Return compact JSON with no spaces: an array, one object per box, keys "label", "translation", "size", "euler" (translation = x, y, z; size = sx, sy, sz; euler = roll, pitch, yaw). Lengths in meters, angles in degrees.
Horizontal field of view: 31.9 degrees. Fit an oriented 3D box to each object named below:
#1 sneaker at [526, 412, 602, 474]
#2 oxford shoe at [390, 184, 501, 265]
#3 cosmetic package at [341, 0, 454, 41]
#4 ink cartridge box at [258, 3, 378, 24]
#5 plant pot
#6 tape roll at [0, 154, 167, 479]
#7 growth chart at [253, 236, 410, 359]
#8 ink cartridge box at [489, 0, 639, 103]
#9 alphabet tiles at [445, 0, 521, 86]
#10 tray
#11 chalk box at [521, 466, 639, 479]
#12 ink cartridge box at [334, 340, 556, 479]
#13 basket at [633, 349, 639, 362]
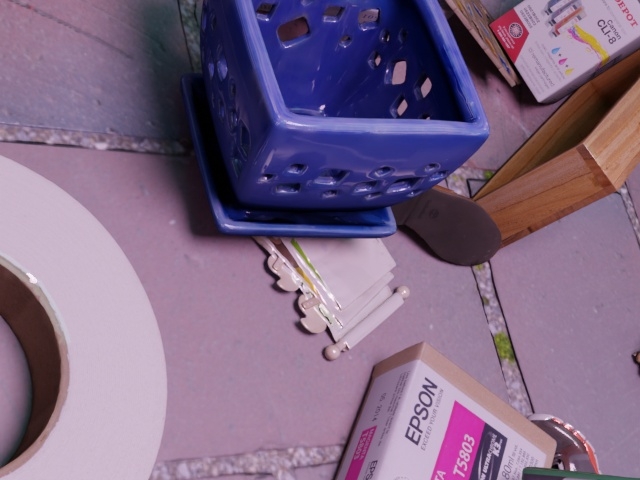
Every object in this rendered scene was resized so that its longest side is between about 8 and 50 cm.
[{"label":"sneaker","translation":[0.274,0.263,1.237],"size":[0.065,0.061,0.158],"euler":[-39,91,-37]},{"label":"oxford shoe","translation":[0.125,-0.039,1.291],"size":[0.212,0.076,0.076],"euler":[29,15,-31]},{"label":"cosmetic package","translation":[0.052,-0.353,1.390],"size":[0.127,0.107,0.238],"euler":[-13,71,-41]},{"label":"ink cartridge box","translation":[-0.007,-0.307,1.277],"size":[0.207,0.046,0.097],"euler":[8,77,-2]},{"label":"plant pot","translation":[-0.005,-0.131,1.115],"size":[0.236,0.212,0.236],"euler":[1,54,-28]},{"label":"tape roll","translation":[-0.307,0.100,0.880],"size":[0.392,0.072,0.392],"euler":[18,56,-28]},{"label":"growth chart","translation":[0.000,0.000,1.203],"size":[0.172,0.021,0.237],"euler":[-24,81,-42]},{"label":"ink cartridge box","translation":[0.342,-0.282,1.491],"size":[0.128,0.176,0.127],"euler":[59,20,7]},{"label":"alphabet tiles","translation":[0.191,-0.309,1.453],"size":[0.237,0.009,0.198],"euler":[42,27,-42]},{"label":"tray","translation":[0.356,-0.142,1.426],"size":[0.076,0.203,0.411],"euler":[53,47,-6]},{"label":"chalk box","translation":[0.293,0.314,1.050],"size":[0.289,0.180,0.179],"euler":[22,70,-51]},{"label":"ink cartridge box","translation":[0.117,0.250,1.104],"size":[0.193,0.088,0.235],"euler":[38,50,-16]},{"label":"basket","translation":[0.589,0.193,1.406],"size":[0.299,0.213,0.223],"euler":[-2,66,-38]}]
